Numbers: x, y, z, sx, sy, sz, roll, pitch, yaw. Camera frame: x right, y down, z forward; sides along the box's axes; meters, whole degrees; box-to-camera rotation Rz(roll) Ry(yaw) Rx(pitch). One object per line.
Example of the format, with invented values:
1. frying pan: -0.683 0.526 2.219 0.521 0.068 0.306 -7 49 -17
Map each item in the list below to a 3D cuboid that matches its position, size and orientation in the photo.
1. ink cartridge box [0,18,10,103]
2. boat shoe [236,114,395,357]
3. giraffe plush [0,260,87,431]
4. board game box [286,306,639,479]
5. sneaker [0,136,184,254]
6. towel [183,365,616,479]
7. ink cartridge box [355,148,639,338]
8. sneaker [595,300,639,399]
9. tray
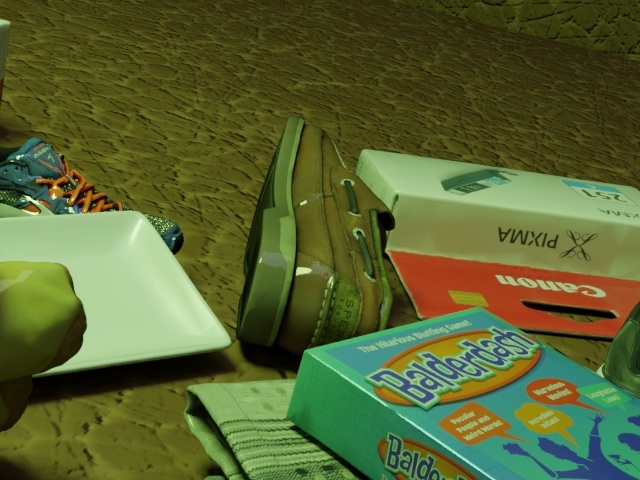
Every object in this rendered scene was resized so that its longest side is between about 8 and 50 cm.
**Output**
1. ink cartridge box: -0.353 -0.131 1.072 0.067 0.115 0.198 17 21 13
2. boat shoe: 0.000 0.000 0.959 0.104 0.110 0.307 14 29 -6
3. giraffe plush: -0.202 0.086 0.534 0.210 0.181 0.170 24 32 -44
4. board game box: 0.111 0.111 0.650 0.210 0.047 0.160 30 26 35
5. sneaker: -0.207 -0.030 0.924 0.221 0.087 0.083 15 21 7
6. towel: 0.114 0.165 0.661 0.324 0.056 0.312 2 25 -31
7. ink cartridge box: 0.198 0.002 1.108 0.296 0.066 0.261 7 19 -14
8. sneaker: 0.302 0.103 0.833 0.234 0.106 0.078 20 22 21
9. tray: -0.202 0.042 0.780 0.270 0.030 0.145 -5 44 -39
